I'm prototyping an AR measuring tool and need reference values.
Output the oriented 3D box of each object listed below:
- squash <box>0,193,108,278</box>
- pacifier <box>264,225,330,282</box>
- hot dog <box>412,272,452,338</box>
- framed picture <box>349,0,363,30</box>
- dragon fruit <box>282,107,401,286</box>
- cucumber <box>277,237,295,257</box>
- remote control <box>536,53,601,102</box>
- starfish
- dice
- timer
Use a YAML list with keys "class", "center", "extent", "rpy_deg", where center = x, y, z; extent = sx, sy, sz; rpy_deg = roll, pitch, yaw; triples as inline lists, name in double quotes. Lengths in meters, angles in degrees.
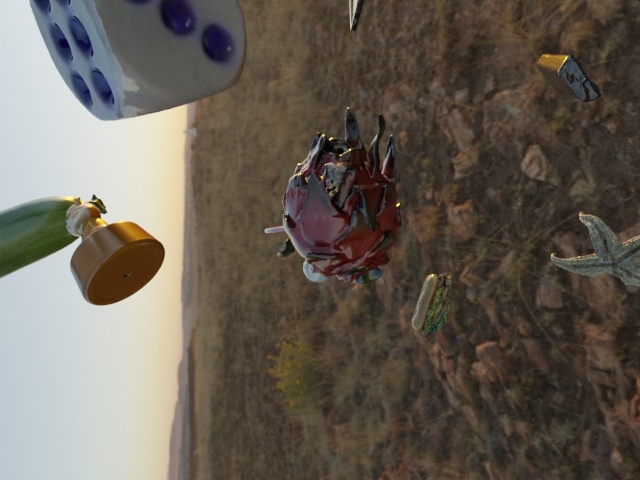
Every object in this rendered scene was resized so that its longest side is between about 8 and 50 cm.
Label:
- class: "squash"
  center: [-0.558, 0.016, 0.860]
  extent: [0.107, 0.394, 0.107]
  rpy_deg: [61, 169, 20]
- class: "pacifier"
  center: [-0.018, -0.028, 1.554]
  extent: [0.220, 0.332, 0.273]
  rpy_deg: [33, 111, 22]
- class: "hot dog"
  center: [0.196, 0.113, 0.879]
  extent: [0.041, 0.056, 0.133]
  rpy_deg: [50, 135, 51]
- class: "framed picture"
  center: [0.084, -0.568, 0.975]
  extent: [0.265, 0.018, 0.192]
  rpy_deg: [108, 163, -66]
- class: "dragon fruit"
  center: [0.034, -0.058, 0.781]
  extent: [0.193, 0.192, 0.274]
  rpy_deg: [6, 109, 48]
- class: "cucumber"
  center: [-0.088, 0.023, 1.388]
  extent: [0.067, 0.035, 0.107]
  rpy_deg: [-52, 1, 3]
- class: "remote control"
  center: [0.318, -0.215, 0.668]
  extent: [0.025, 0.063, 0.245]
  rpy_deg: [-42, 3, 25]
- class: "starfish"
  center: [0.599, 0.015, 1.052]
  extent: [0.247, 0.050, 0.138]
  rpy_deg: [15, 98, 47]
- class: "dice"
  center: [-0.292, -0.351, 0.835]
  extent: [0.243, 0.251, 0.259]
  rpy_deg: [8, 123, 44]
- class: "timer"
  center: [-0.331, 0.000, 0.765]
  extent: [0.152, 0.132, 0.132]
  rpy_deg: [44, 145, 18]
